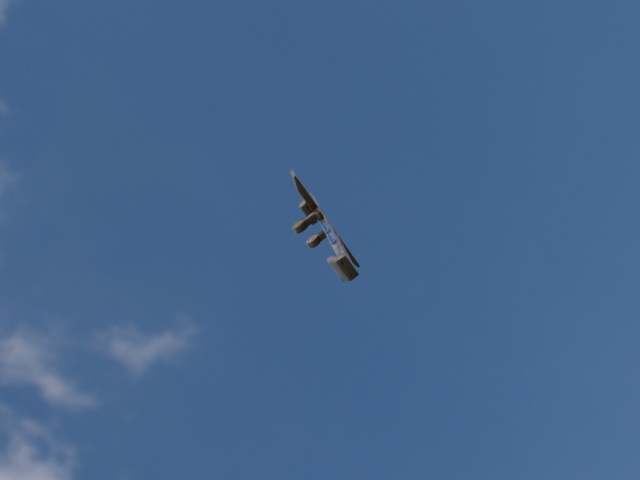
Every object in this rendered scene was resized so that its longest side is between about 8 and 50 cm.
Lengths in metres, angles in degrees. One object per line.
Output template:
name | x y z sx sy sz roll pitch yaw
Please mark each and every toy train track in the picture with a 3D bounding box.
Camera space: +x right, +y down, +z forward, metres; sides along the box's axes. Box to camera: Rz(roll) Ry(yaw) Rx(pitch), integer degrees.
toy train track | 0.000 0.000 0.609 0.014 0.083 0.048 -35 -70 2
